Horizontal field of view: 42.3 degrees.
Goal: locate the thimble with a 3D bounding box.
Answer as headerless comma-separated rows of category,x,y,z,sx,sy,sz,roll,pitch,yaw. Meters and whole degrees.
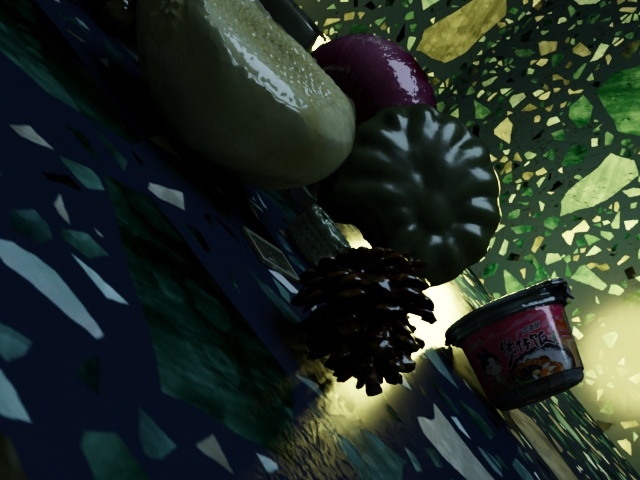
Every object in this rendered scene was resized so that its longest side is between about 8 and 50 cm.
thimble,0.000,0.000,1.253,0.084,0.062,0.110,36,15,-52

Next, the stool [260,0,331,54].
stool,-0.098,-0.428,1.960,0.170,0.243,0.270,50,11,14

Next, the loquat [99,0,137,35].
loquat,-0.253,-0.467,1.381,0.328,0.359,0.328,21,-31,13

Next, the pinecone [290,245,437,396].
pinecone,0.048,0.084,0.900,0.173,0.173,0.173,45,10,-11

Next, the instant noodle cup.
instant noodle cup,0.390,0.217,1.591,0.302,0.258,0.181,122,-48,-58

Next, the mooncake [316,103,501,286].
mooncake,0.180,-0.085,1.579,0.351,0.351,0.187,47,-21,-1

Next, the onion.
onion,0.068,-0.257,1.815,0.358,0.358,0.345,47,54,-1

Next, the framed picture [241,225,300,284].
framed picture,-0.063,0.020,1.076,0.089,0.007,0.066,36,15,-49

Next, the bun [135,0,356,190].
bun,-0.124,-0.211,1.161,0.364,0.202,0.364,42,18,-17
